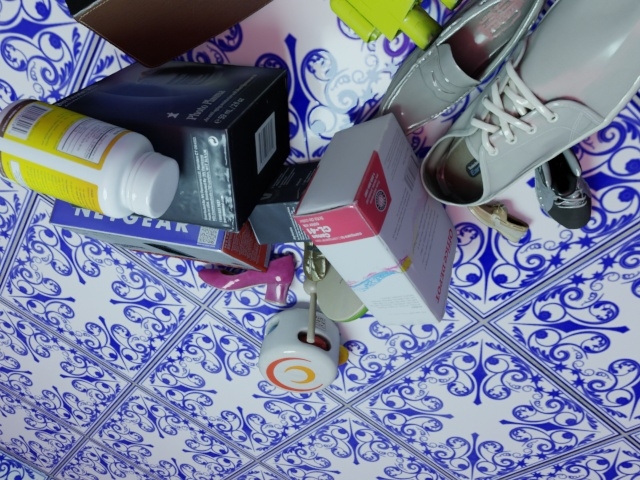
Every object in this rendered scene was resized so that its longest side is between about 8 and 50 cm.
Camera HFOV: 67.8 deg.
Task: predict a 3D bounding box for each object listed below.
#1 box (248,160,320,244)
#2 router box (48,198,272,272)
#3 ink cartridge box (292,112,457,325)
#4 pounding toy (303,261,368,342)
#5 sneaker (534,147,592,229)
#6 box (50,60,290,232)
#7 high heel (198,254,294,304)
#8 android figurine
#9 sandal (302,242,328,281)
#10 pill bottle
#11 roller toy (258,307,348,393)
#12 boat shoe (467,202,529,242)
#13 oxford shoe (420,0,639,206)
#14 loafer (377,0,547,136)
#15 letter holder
[{"bbox_3d":[-0.037,-0.075,0.916,0.158,0.156,0.093,-3,125,22],"label":"box"},{"bbox_3d":[-0.297,-0.017,0.967,0.335,0.082,0.301,9,171,10],"label":"router box"},{"bbox_3d":[0.115,-0.025,0.836,0.131,0.226,0.306,-9,132,36],"label":"ink cartridge box"},{"bbox_3d":[0.074,0.109,1.035,0.110,0.183,0.237,24,132,-35],"label":"pounding toy"},{"bbox_3d":[0.408,-0.086,0.807,0.086,0.132,0.229,-22,116,27],"label":"sneaker"},{"bbox_3d":[-0.233,-0.181,0.815,0.293,0.296,0.183,7,126,10],"label":"box"},{"bbox_3d":[-0.178,0.068,1.128,0.243,0.082,0.117,13,95,23],"label":"high heel"},{"bbox_3d":[0.078,-0.397,0.663,0.273,0.056,0.248,43,159,-1],"label":"android figurine"},{"bbox_3d":[0.000,0.000,1.026,0.072,0.049,0.180,14,109,22],"label":"sandal"},{"bbox_3d":[-0.306,-0.102,0.633,0.214,0.117,0.117,19,127,3],"label":"pill bottle"},{"bbox_3d":[-0.047,0.265,1.168,0.209,0.146,0.191,-9,130,14],"label":"roller toy"},{"bbox_3d":[0.338,-0.047,0.909,0.135,0.050,0.045,28,124,-17],"label":"boat shoe"},{"bbox_3d":[0.293,-0.187,0.691,0.169,0.130,0.449,61,147,18],"label":"oxford shoe"},{"bbox_3d":[0.205,-0.277,0.743,0.112,0.111,0.319,36,126,-11],"label":"loafer"},{"bbox_3d":[-0.208,-0.423,0.717,0.301,0.214,0.152,-26,84,10],"label":"letter holder"}]
